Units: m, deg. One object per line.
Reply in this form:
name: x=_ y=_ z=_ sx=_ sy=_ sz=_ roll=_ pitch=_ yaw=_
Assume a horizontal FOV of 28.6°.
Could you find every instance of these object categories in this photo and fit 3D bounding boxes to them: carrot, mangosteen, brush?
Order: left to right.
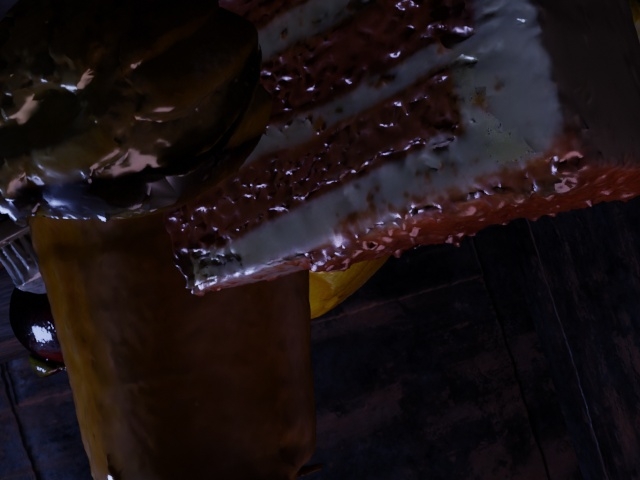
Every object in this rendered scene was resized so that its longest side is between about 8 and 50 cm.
brush: x=-0.253 y=0.021 z=1.175 sx=0.070 sy=0.065 sz=0.327 roll=-28 pitch=178 yaw=-6
mangosteen: x=-0.271 y=0.087 z=1.399 sx=0.153 sy=0.152 sz=0.152 roll=-17 pitch=175 yaw=-1
carrot: x=-0.075 y=0.026 z=0.766 sx=0.196 sy=0.254 sz=0.196 roll=-13 pitch=174 yaw=-1

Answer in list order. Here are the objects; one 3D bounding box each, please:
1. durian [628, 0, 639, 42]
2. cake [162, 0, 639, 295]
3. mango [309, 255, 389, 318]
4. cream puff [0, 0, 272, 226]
durian: x=0.229 y=-0.104 z=0.848 sx=0.306 sy=0.166 sz=0.172 roll=-4 pitch=168 yaw=-24
cake: x=0.022 y=-0.069 z=0.578 sx=0.262 sy=0.158 sz=0.159 roll=-17 pitch=171 yaw=8
mango: x=0.000 y=0.000 z=1.456 sx=0.257 sy=0.138 sz=0.187 roll=-25 pitch=154 yaw=36
cream puff: x=-0.088 y=-0.065 z=0.529 sx=0.133 sy=0.104 sz=0.119 roll=-10 pitch=-153 yaw=-4
